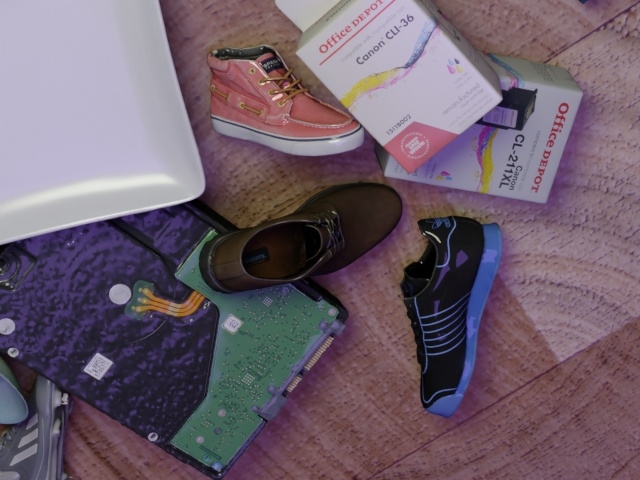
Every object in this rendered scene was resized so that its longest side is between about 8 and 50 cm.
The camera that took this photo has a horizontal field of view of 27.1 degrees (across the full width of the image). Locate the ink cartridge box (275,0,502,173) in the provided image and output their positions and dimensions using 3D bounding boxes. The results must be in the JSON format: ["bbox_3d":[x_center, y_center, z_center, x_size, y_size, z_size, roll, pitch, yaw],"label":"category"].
[{"bbox_3d":[0.059,-0.173,1.209,0.115,0.067,0.198,-39,106,21],"label":"ink cartridge box"}]

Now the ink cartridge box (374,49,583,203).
[{"bbox_3d":[0.156,-0.119,1.322,0.175,0.072,0.127,9,115,-12],"label":"ink cartridge box"}]

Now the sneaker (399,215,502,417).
[{"bbox_3d":[0.124,0.080,1.425,0.090,0.081,0.232,8,110,-9],"label":"sneaker"}]

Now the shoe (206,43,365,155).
[{"bbox_3d":[-0.037,-0.134,1.248,0.063,0.178,0.081,-32,126,-42],"label":"shoe"}]

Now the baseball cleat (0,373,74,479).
[{"bbox_3d":[-0.322,0.210,1.433,0.109,0.072,0.206,8,109,3],"label":"baseball cleat"}]

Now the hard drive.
[{"bbox_3d":[-0.167,0.071,1.364,0.339,0.064,0.237,35,98,-22],"label":"hard drive"}]

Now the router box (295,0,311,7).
[{"bbox_3d":[-0.025,-0.317,1.195,0.133,0.046,0.179,-35,117,22],"label":"router box"}]

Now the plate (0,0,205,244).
[{"bbox_3d":[-0.267,-0.139,1.201,0.277,0.045,0.278,-14,115,-3],"label":"plate"}]

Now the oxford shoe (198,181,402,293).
[{"bbox_3d":[0.000,0.000,1.317,0.227,0.096,0.083,-24,99,-28],"label":"oxford shoe"}]

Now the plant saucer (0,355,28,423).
[{"bbox_3d":[-0.380,0.122,1.357,0.195,0.037,0.195,18,149,11],"label":"plant saucer"}]

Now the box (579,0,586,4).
[{"bbox_3d":[0.227,-0.355,1.221,0.159,0.044,0.233,-42,116,15],"label":"box"}]
